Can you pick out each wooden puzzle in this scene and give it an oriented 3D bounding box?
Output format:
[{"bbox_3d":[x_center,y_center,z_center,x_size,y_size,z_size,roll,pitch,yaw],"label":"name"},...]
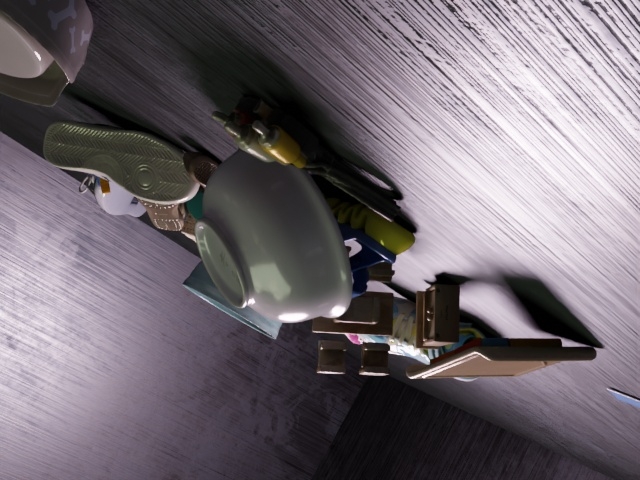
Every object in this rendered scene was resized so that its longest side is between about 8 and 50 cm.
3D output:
[{"bbox_3d":[0.287,0.191,1.422,0.220,0.044,0.238,4,164,-25],"label":"wooden puzzle"}]

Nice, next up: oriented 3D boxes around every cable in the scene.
[{"bbox_3d":[-0.021,-0.096,1.132,0.287,0.072,0.139,37,174,-39],"label":"cable"}]

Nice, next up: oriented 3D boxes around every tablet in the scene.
[{"bbox_3d":[0.565,0.290,1.589,0.083,0.006,0.054,18,165,49],"label":"tablet"}]

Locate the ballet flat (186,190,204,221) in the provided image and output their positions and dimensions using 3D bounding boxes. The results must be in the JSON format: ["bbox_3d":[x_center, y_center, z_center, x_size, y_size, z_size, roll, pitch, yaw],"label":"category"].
[{"bbox_3d":[-0.202,-0.048,1.934,0.232,0.080,0.073,24,-176,38],"label":"ballet flat"}]

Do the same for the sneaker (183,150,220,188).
[{"bbox_3d":[-0.184,-0.108,1.643,0.188,0.066,0.071,46,179,-43],"label":"sneaker"}]

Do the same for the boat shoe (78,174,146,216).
[{"bbox_3d":[-0.546,-0.159,2.277,0.156,0.136,0.367,32,-179,6],"label":"boat shoe"}]

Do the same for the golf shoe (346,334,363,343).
[{"bbox_3d":[0.090,0.203,2.261,0.140,0.115,0.306,27,170,35],"label":"golf shoe"}]

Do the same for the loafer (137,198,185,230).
[{"bbox_3d":[-0.364,-0.114,2.021,0.101,0.092,0.268,4,155,-3],"label":"loafer"}]

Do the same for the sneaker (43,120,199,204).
[{"bbox_3d":[-0.376,-0.166,1.763,0.349,0.131,0.148,21,-170,18],"label":"sneaker"}]

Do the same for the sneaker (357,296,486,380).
[{"bbox_3d":[0.211,0.190,1.791,0.318,0.127,0.208,20,172,2],"label":"sneaker"}]

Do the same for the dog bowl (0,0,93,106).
[{"bbox_3d":[-0.445,-0.306,1.099,0.348,0.102,0.349,22,165,6],"label":"dog bowl"}]

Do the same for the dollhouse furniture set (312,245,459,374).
[{"bbox_3d":[0.106,0.129,1.533,0.241,0.212,0.161,3,170,-5],"label":"dollhouse furniture set"}]

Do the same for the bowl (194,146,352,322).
[{"bbox_3d":[-0.092,0.006,1.271,0.298,0.134,0.298,48,154,33],"label":"bowl"}]

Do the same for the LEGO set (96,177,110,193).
[{"bbox_3d":[-0.463,-0.165,1.939,0.087,0.093,0.227,-13,-162,-15],"label":"LEGO set"}]

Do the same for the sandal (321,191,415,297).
[{"bbox_3d":[0.000,0.000,1.384,0.126,0.138,0.317,34,172,-35],"label":"sandal"}]

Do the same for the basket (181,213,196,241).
[{"bbox_3d":[-0.232,-0.021,2.070,0.167,0.103,0.113,37,167,-33],"label":"basket"}]

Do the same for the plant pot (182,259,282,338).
[{"bbox_3d":[-0.200,0.110,2.379,0.293,0.196,0.293,29,170,6],"label":"plant pot"}]
